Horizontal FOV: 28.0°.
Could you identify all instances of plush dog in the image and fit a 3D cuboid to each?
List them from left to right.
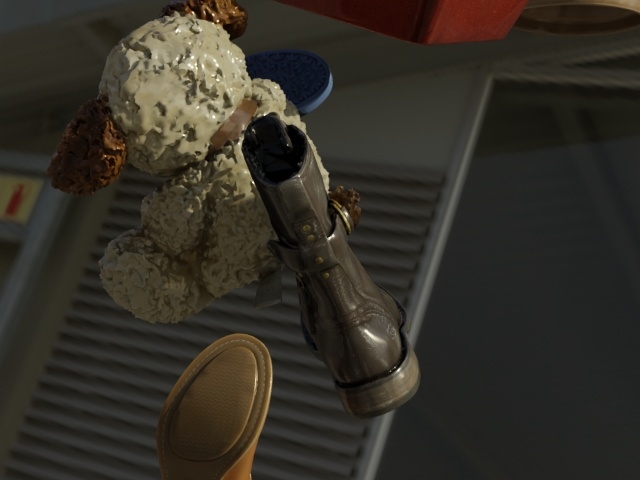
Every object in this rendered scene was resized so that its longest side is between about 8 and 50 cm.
[{"bbox_3d":[-0.097,-0.082,1.086,0.210,0.262,0.225,-3,-45,51],"label":"plush dog"}]

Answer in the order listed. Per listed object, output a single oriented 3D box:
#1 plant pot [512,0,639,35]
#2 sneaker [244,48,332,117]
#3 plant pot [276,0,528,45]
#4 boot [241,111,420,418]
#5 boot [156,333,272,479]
[{"bbox_3d":[0.415,-0.409,2.093,0.237,0.110,0.237,4,-2,0],"label":"plant pot"},{"bbox_3d":[-0.090,-0.135,1.383,0.232,0.081,0.090,-18,-17,11],"label":"sneaker"},{"bbox_3d":[0.086,-0.318,1.194,0.267,0.236,0.267,22,20,29],"label":"plant pot"},{"bbox_3d":[0.000,0.000,1.038,0.263,0.091,0.229,-123,-172,-70],"label":"boot"},{"bbox_3d":[-0.075,0.171,0.974,0.073,0.197,0.152,19,-7,14],"label":"boot"}]
